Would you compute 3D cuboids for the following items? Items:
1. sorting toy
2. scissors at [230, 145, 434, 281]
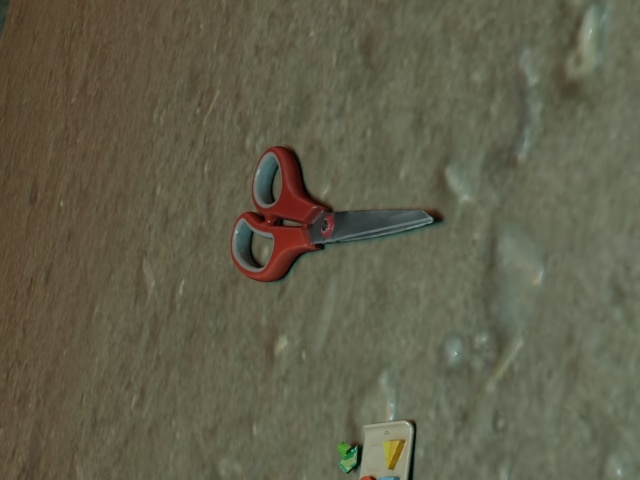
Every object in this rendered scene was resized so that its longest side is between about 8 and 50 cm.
[{"bbox_3d":[0.032,0.148,0.818,0.083,0.012,0.062,-21,61,59],"label":"sorting toy"},{"bbox_3d":[0.000,0.000,0.943,0.297,0.021,0.109,28,101,62],"label":"scissors"}]
